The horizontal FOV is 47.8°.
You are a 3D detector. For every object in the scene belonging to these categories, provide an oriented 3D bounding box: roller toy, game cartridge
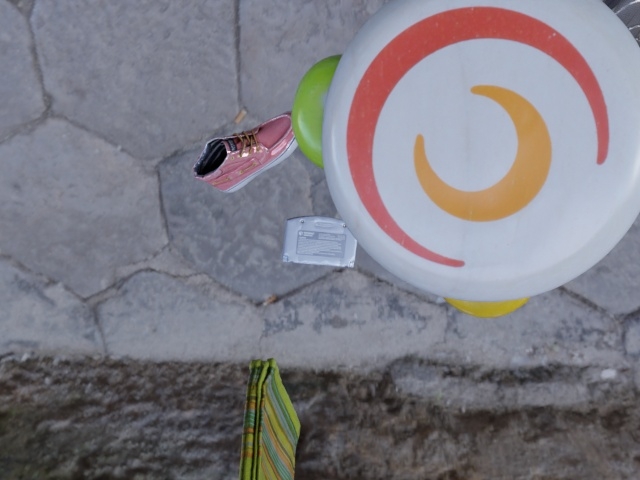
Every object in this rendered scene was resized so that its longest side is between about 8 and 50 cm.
[{"bbox_3d":[0.109,-0.066,0.462,0.191,0.146,0.209,-38,89,22],"label":"roller toy"},{"bbox_3d":[0.000,0.000,0.808,0.083,0.017,0.056,6,98,-15],"label":"game cartridge"}]

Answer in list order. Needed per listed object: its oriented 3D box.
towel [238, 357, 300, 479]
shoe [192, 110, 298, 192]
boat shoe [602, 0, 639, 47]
[{"bbox_3d":[-0.032,0.202,0.496,0.021,0.237,0.102,-12,131,10],"label":"towel"},{"bbox_3d":[-0.108,-0.139,1.085,0.178,0.063,0.081,-36,157,18],"label":"shoe"},{"bbox_3d":[0.453,-0.338,1.293,0.132,0.130,0.355,-1,155,-19],"label":"boat shoe"}]
